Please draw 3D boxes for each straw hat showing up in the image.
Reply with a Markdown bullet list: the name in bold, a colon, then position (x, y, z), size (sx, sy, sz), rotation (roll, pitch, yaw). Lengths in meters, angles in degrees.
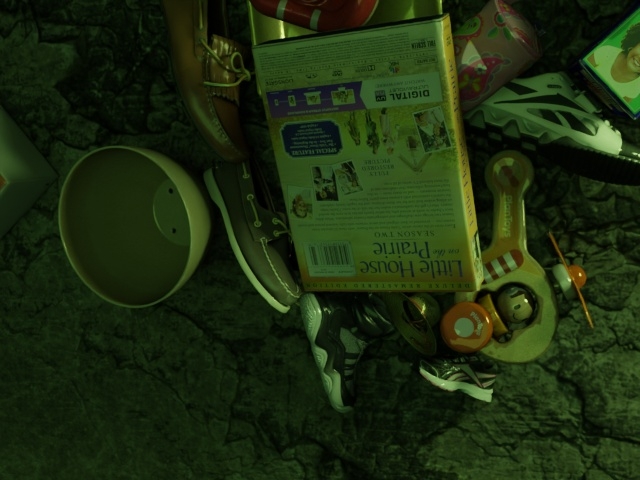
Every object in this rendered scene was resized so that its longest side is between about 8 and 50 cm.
- **straw hat**: position (0.177, 0.127, 1.397), size (0.061, 0.144, 0.144), rotation (-34, 87, -20)

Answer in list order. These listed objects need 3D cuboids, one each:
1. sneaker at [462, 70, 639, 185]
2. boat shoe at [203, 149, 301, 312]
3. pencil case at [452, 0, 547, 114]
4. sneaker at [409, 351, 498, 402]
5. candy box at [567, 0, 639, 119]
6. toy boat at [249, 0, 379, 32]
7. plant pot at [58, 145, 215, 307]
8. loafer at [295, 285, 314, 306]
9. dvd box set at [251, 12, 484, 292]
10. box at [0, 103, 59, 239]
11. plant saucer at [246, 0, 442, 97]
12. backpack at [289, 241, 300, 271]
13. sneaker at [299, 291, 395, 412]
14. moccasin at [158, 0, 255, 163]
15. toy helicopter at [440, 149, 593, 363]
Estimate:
- **sneaker**: position (0.396, -0.194, 1.249), size (0.330, 0.122, 0.146), rotation (23, 80, 13)
- **boat shoe**: position (-0.105, -0.024, 1.391), size (0.096, 0.116, 0.324), rotation (-34, 58, 10)
- **pencil case**: position (0.203, -0.255, 1.223), size (0.284, 0.124, 0.124), rotation (-35, 87, 32)
- **sneaker**: position (0.234, 0.219, 1.372), size (0.178, 0.072, 0.077), rotation (21, 91, -32)
- **candy box**: position (0.516, -0.324, 1.123), size (0.122, 0.268, 0.317), rotation (46, 108, 2)
- **toy boat**: position (-0.021, -0.415, 1.247), size (0.231, 0.151, 0.151), rotation (20, 104, 13)
- **plant pot**: position (-0.303, -0.039, 1.443), size (0.284, 0.191, 0.284), rotation (5, 103, 23)
- **loafer**: position (-0.014, 0.125, 1.460), size (0.148, 0.056, 0.050), rotation (25, 98, 12)
- **dvd box set**: position (0.078, -0.118, 1.235), size (0.307, 0.062, 0.420), rotation (-2, 112, 26)
- **box**: position (-0.733, -0.181, 1.570), size (0.215, 0.168, 0.345), rotation (-42, 86, 18)
- **plant saucer**: position (0.041, -0.423, 1.349), size (0.332, 0.081, 0.333), rotation (-4, 98, 17)
- **backpack**: position (0.000, 0.000, 1.421), size (0.105, 0.084, 0.114), rotation (14, 109, 17)
- **sneaker**: position (0.063, 0.190, 1.406), size (0.153, 0.101, 0.269), rotation (-18, 122, -2)
- **moccasin**: position (-0.181, -0.321, 1.401), size (0.147, 0.139, 0.380), rotation (-16, 76, 13)
- **toy helicopter**: position (0.330, 0.026, 1.309), size (0.235, 0.140, 0.355), rotation (0, 86, 23)
